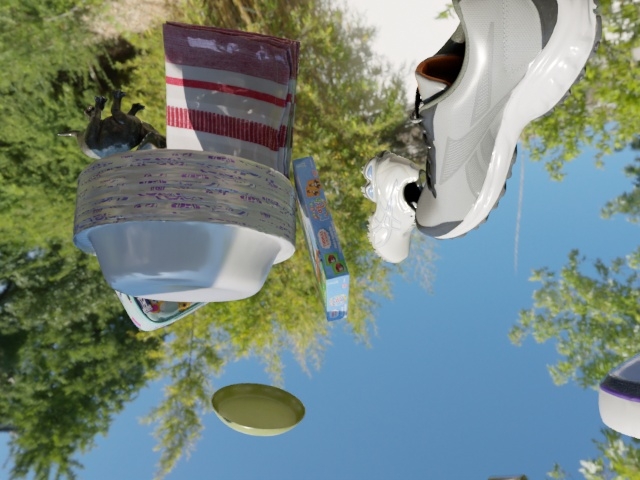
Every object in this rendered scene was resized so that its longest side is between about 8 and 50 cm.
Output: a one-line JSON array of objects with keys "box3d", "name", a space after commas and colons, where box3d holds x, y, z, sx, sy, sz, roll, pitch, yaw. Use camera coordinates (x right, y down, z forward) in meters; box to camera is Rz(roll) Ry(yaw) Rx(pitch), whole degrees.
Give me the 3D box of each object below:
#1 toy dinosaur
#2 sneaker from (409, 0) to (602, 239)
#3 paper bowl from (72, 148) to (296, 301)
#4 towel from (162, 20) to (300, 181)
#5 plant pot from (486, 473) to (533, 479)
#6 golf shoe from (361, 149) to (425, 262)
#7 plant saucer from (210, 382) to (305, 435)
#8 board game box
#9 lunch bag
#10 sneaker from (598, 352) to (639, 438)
[{"box3d": [-0.507, -0.259, 1.269, 0.313, 0.160, 0.121, -3, 168, 4], "name": "toy dinosaur"}, {"box3d": [0.122, -0.102, 0.459, 0.108, 0.271, 0.100, 7, -127, -4], "name": "sneaker"}, {"box3d": [-0.174, -0.002, 0.700, 0.284, 0.148, 0.284, 1, 166, 0], "name": "paper bowl"}, {"box3d": [-0.155, -0.167, 0.854, 0.237, 0.329, 0.037, 15, -154, 21], "name": "towel"}, {"box3d": [0.451, 0.542, 0.855, 0.280, 0.323, 0.323, -17, -161, 23], "name": "plant pot"}, {"box3d": [0.108, -0.032, 0.700, 0.086, 0.176, 0.069, 20, -129, 37], "name": "golf shoe"}, {"box3d": [-0.158, 0.429, 1.336, 0.240, 0.037, 0.241, 9, -171, -1], "name": "plant saucer"}, {"box3d": [0.000, 0.000, 0.831, 0.039, 0.160, 0.212, -12, -119, -5], "name": "board game box"}, {"box3d": [-0.329, 0.055, 1.185, 0.279, 0.224, 0.108, -29, -179, -34], "name": "lunch bag"}, {"box3d": [0.363, 0.012, 0.429, 0.322, 0.236, 0.130, -13, 179, -1], "name": "sneaker"}]
